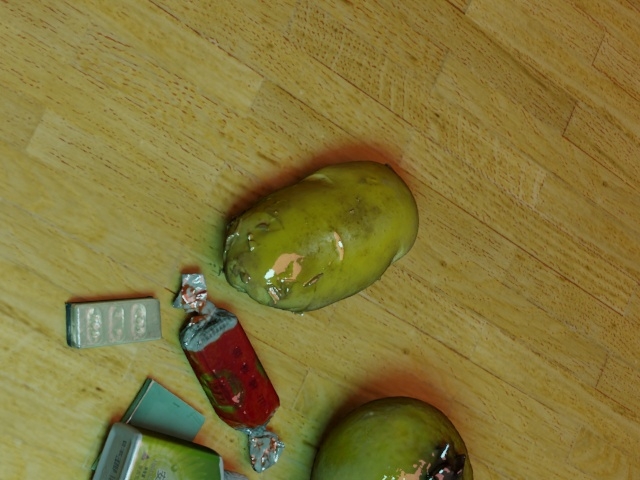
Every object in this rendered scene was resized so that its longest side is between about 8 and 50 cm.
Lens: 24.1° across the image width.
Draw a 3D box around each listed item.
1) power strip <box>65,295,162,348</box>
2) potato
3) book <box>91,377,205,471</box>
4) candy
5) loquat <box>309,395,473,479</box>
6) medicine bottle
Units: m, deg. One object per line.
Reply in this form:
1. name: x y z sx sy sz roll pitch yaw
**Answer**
1. power strip: -0.256 0.101 1.873 0.123 0.032 0.056 -4 96 -34
2. potato: 0.000 0.000 1.971 0.300 0.140 0.173 -26 99 -35
3. book: -0.216 0.259 1.914 0.103 0.017 0.135 39 75 -28
4. candy: -0.117 0.172 1.951 0.086 0.059 0.292 -37 112 -27
5. loquat: 0.102 0.322 1.994 0.244 0.244 0.243 -2 93 -33
6. medicine bottle: -0.184 0.314 1.876 0.188 0.088 0.132 21 85 -30
